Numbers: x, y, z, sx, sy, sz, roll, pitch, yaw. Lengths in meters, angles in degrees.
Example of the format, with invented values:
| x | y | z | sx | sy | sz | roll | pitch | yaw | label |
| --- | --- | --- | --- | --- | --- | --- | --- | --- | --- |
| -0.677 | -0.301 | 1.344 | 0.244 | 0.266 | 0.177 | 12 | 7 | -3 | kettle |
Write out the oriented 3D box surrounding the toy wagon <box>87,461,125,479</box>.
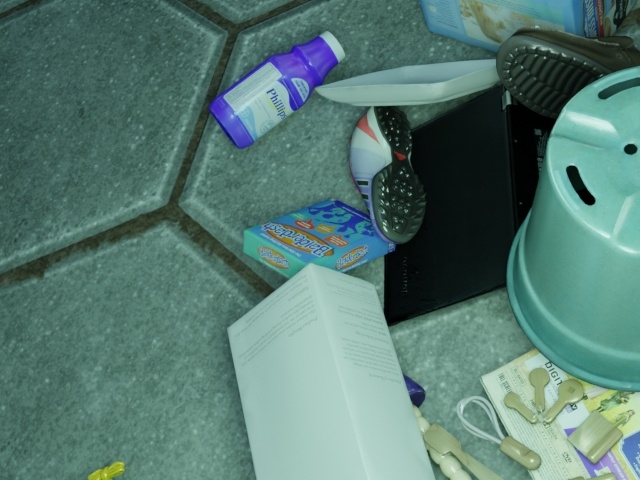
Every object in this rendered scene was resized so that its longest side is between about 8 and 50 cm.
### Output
| x | y | z | sx | sy | sz | roll | pitch | yaw | label |
| --- | --- | --- | --- | --- | --- | --- | --- | --- | --- |
| -0.287 | 0.511 | 1.344 | 0.267 | 0.068 | 0.344 | -26 | 55 | 4 | toy wagon |

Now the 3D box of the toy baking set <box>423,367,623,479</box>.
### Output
| x | y | z | sx | sy | sz | roll | pitch | yaw | label |
| --- | --- | --- | --- | --- | --- | --- | --- | --- | --- |
| 0.284 | 0.286 | 1.214 | 0.256 | 0.030 | 0.197 | -22 | 50 | 6 | toy baking set |

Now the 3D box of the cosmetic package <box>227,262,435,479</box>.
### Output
| x | y | z | sx | sy | sz | roll | pitch | yaw | label |
| --- | --- | --- | --- | --- | --- | --- | --- | --- | --- |
| 0.010 | 0.255 | 1.288 | 0.217 | 0.156 | 0.385 | -37 | 52 | 32 | cosmetic package |

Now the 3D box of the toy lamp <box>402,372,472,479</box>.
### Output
| x | y | z | sx | sy | sz | roll | pitch | yaw | label |
| --- | --- | --- | --- | --- | --- | --- | --- | --- | --- |
| 0.169 | 0.302 | 1.293 | 0.080 | 0.080 | 0.275 | -37 | 58 | -4 | toy lamp |

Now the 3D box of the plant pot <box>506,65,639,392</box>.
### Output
| x | y | z | sx | sy | sz | roll | pitch | yaw | label |
| --- | --- | --- | --- | --- | --- | --- | --- | --- | --- |
| 0.409 | -0.021 | 1.096 | 0.341 | 0.334 | 0.341 | -5 | 62 | 9 | plant pot |

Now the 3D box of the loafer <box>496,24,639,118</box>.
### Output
| x | y | z | sx | sy | sz | roll | pitch | yaw | label |
| --- | --- | --- | --- | --- | --- | --- | --- | --- | --- |
| 0.453 | -0.269 | 1.420 | 0.366 | 0.134 | 0.130 | 16 | 55 | -14 | loafer |

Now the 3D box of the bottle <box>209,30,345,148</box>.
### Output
| x | y | z | sx | sy | sz | roll | pitch | yaw | label |
| --- | --- | --- | --- | --- | --- | --- | --- | --- | --- |
| -0.080 | -0.303 | 1.713 | 0.283 | 0.118 | 0.092 | -37 | 53 | -4 | bottle |

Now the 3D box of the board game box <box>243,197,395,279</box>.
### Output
| x | y | z | sx | sy | sz | roll | pitch | yaw | label |
| --- | --- | --- | --- | --- | --- | --- | --- | --- | --- |
| 0.000 | 0.000 | 1.469 | 0.210 | 0.047 | 0.160 | -23 | 38 | -39 | board game box |

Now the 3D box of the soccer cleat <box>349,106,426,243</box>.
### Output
| x | y | z | sx | sy | sz | roll | pitch | yaw | label |
| --- | --- | --- | --- | --- | --- | --- | --- | --- | --- |
| 0.106 | -0.104 | 1.523 | 0.116 | 0.108 | 0.318 | -44 | 36 | 39 | soccer cleat |

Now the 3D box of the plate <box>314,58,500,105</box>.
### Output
| x | y | z | sx | sy | sz | roll | pitch | yaw | label |
| --- | --- | --- | --- | --- | --- | --- | --- | --- | --- |
| 0.178 | -0.277 | 1.532 | 0.277 | 0.045 | 0.278 | 8 | 22 | 43 | plate |

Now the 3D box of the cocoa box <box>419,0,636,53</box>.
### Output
| x | y | z | sx | sy | sz | roll | pitch | yaw | label |
| --- | --- | --- | --- | --- | --- | --- | --- | --- | --- |
| 0.369 | -0.487 | 1.585 | 0.347 | 0.231 | 0.228 | 28 | 74 | 31 | cocoa box |

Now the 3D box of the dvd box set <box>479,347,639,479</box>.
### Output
| x | y | z | sx | sy | sz | roll | pitch | yaw | label |
| --- | --- | --- | --- | --- | --- | --- | --- | --- | --- |
| 0.476 | 0.225 | 1.210 | 0.420 | 0.062 | 0.307 | -31 | 54 | 7 | dvd box set |

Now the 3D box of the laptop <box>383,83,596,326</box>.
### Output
| x | y | z | sx | sy | sz | roll | pitch | yaw | label |
| --- | --- | --- | --- | --- | --- | --- | --- | --- | --- |
| 0.335 | -0.048 | 1.471 | 0.408 | 0.236 | 0.382 | 8 | 61 | -8 | laptop |
